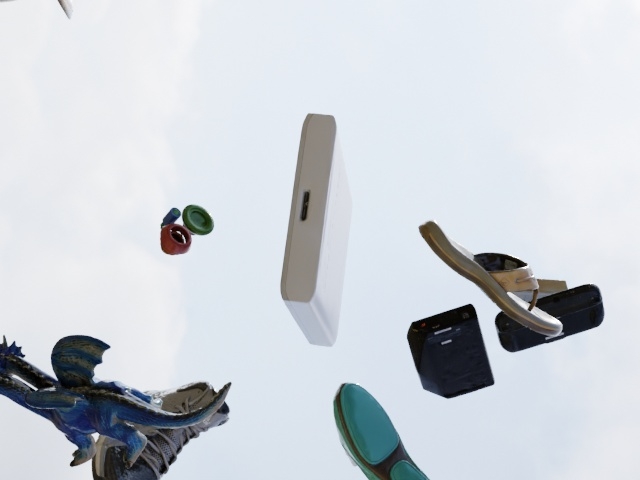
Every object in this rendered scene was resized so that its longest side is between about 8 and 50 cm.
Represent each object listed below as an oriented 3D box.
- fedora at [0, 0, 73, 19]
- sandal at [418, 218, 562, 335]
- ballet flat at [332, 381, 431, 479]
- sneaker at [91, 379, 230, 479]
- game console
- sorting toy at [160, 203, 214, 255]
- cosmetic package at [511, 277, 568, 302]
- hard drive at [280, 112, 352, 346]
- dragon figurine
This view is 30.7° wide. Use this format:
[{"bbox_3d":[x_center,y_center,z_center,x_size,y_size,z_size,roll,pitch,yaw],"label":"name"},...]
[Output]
[{"bbox_3d":[-0.313,-0.292,1.158,0.079,0.194,0.194,-25,-152,-5],"label":"fedora"},{"bbox_3d":[0.167,0.031,1.088,0.049,0.180,0.072,-49,-161,6],"label":"sandal"},{"bbox_3d":[0.085,0.315,1.634,0.083,0.247,0.087,-31,170,-38],"label":"ballet flat"},{"bbox_3d":[-0.172,0.219,1.339,0.132,0.086,0.228,-23,-162,16],"label":"sneaker"},{"bbox_3d":[0.345,0.177,2.135,0.362,0.213,0.044,-17,-135,3],"label":"game console"},{"bbox_3d":[-0.197,-0.013,1.631,0.042,0.061,0.102,-43,180,39],"label":"sorting toy"},{"bbox_3d":[0.411,0.105,2.231,0.041,0.115,0.060,-93,-170,-47],"label":"cosmetic package"},{"bbox_3d":[0.000,0.000,1.544,0.353,0.047,0.232,69,27,-76],"label":"hard drive"},{"bbox_3d":[-0.236,0.152,1.164,0.289,0.144,0.085,-9,-137,39],"label":"dragon figurine"}]
